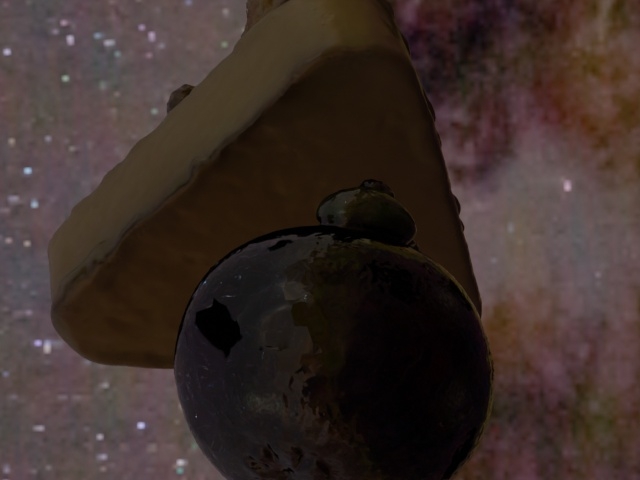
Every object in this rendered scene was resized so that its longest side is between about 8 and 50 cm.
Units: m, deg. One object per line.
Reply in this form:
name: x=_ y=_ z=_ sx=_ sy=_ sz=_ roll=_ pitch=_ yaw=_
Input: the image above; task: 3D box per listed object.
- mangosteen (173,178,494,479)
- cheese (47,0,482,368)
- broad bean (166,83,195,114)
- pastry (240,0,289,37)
mangosteen: x=0.013 y=0.077 z=0.942 sx=0.216 sy=0.216 sz=0.216 roll=-2 pitch=-90 yaw=-70
cheese: x=-0.001 y=0.001 z=1.211 sx=0.384 sy=0.384 sz=0.104 roll=66 pitch=-175 yaw=-46
broad bean: x=-0.185 y=-0.124 z=2.146 sx=0.156 sy=0.122 sz=0.229 roll=22 pitch=-132 yaw=-60
pastry: x=-0.072 y=-0.277 z=1.992 sx=0.089 sy=0.121 sz=0.258 roll=-4 pitch=-69 yaw=-50
